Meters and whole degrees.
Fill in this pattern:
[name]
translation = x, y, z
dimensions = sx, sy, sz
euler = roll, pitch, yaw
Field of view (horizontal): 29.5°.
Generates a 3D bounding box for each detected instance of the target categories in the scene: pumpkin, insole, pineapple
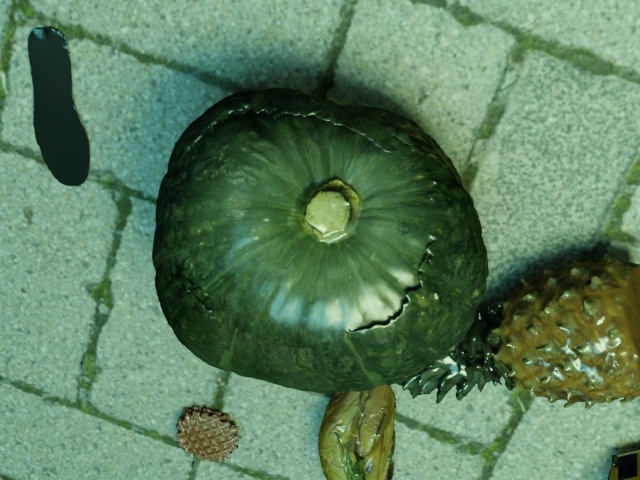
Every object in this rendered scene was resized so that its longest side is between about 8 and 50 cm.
[pumpkin]
translation = 0.000, 0.000, 1.181
dimensions = 0.328, 0.257, 0.291
euler = 3, 78, 2
[insole]
translation = -0.284, -0.142, 1.318
dimensions = 0.064, 0.004, 0.188
euler = 5, 121, 11
[pineapple]
translation = 0.212, 0.113, 1.270
dimensions = 0.279, 0.158, 0.157
euler = -16, 115, 30

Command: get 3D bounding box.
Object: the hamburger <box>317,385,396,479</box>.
[hamburger]
translation = 0.032, 0.244, 1.415
dimensions = 0.087, 0.102, 0.176
euler = 16, 124, 19

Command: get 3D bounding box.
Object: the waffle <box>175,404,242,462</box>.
[waffle]
translation = -0.138, 0.239, 1.495
dimensions = 0.083, 0.029, 0.075
euler = 17, 123, 1

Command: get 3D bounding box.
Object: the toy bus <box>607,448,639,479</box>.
[toy bus]
translation = 0.412, 0.272, 1.319
dimensions = 0.201, 0.114, 0.098
euler = -20, 122, 30
